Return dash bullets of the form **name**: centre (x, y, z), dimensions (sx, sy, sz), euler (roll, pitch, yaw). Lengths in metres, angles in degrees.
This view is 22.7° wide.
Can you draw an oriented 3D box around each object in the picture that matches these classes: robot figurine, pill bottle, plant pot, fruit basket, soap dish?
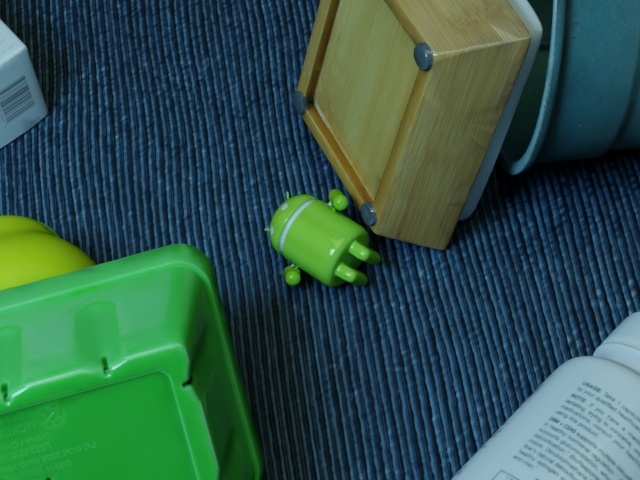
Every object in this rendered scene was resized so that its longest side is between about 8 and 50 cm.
- **robot figurine**: centre (0.000, 0.000, 1.538), dimensions (0.115, 0.067, 0.101), euler (34, 97, 23)
- **pill bottle**: centre (0.221, 0.200, 1.334), dimensions (0.160, 0.160, 0.283), euler (37, 68, 25)
- **plant pot**: centre (0.348, -0.232, 1.521), dimensions (0.334, 0.341, 0.341), euler (0, 57, -4)
- **fruit basket**: centre (-0.253, 0.136, 1.406), dimensions (0.392, 0.283, 0.392), euler (-13, 14, 3)
- **soap dish**: centre (0.080, -0.159, 1.499), dimensions (0.118, 0.291, 0.229), euler (-14, 55, -25)

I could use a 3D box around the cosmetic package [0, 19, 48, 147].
- **cosmetic package**: centre (-0.391, -0.212, 1.682), dimensions (0.085, 0.117, 0.231), euler (-37, 60, -19)
